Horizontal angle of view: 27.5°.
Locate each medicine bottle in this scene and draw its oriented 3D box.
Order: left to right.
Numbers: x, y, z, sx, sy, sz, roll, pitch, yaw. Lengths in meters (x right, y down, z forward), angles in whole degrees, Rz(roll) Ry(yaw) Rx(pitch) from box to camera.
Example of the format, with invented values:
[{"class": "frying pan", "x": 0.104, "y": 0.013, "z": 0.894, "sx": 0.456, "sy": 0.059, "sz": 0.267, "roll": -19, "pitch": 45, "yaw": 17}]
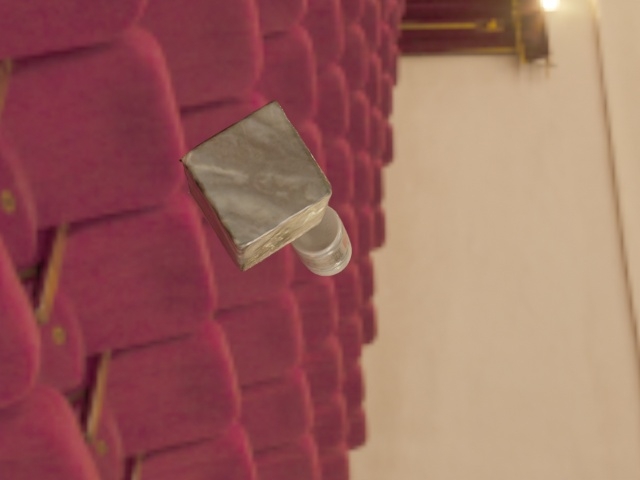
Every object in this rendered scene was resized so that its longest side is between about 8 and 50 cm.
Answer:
[{"class": "medicine bottle", "x": 0.000, "y": 0.000, "z": 1.404, "sx": 0.091, "sy": 0.058, "sz": 0.058, "roll": 62, "pitch": 28, "yaw": -72}]

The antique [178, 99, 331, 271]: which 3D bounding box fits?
[{"class": "antique", "x": -0.052, "y": -0.038, "z": 1.066, "sx": 0.086, "sy": 0.088, "sz": 0.183, "roll": 58, "pitch": -6, "yaw": 5}]
